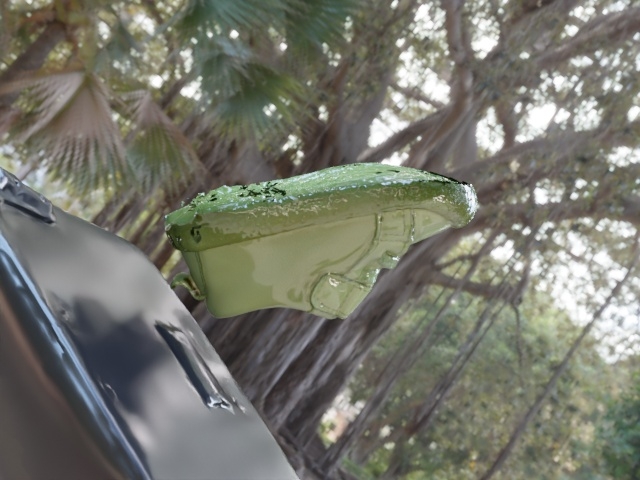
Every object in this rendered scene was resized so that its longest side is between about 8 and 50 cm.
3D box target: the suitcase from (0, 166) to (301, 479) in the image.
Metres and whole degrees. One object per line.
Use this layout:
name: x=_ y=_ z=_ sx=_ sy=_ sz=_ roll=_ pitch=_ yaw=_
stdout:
suitcase: x=-0.162 y=0.131 z=0.564 sx=0.345 sy=0.188 sz=0.339 roll=50 pitch=3 yaw=19

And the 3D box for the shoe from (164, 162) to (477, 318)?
shoe: x=-0.001 y=-0.007 z=0.665 sx=0.140 sy=0.262 sz=0.128 roll=-118 pitch=-156 yaw=-62
